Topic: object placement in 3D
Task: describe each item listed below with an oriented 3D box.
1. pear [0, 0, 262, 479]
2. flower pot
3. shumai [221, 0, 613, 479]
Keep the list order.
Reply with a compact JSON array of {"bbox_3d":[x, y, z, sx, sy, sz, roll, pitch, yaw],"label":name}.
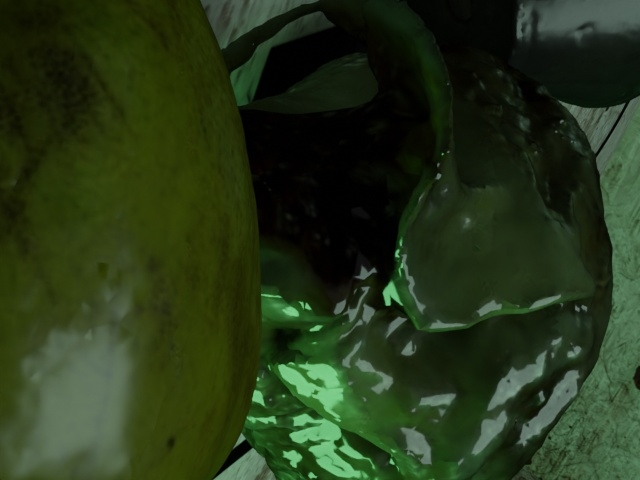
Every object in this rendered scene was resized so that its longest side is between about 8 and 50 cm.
[{"bbox_3d":[-0.151,-0.007,0.534,0.287,0.287,0.375,33,76,-72],"label":"pear"},{"bbox_3d":[0.178,-0.228,1.108,0.166,0.269,0.269,-21,144,-31],"label":"flower pot"},{"bbox_3d":[0.000,0.000,0.918,0.348,0.395,0.395,27,96,-49],"label":"shumai"}]
